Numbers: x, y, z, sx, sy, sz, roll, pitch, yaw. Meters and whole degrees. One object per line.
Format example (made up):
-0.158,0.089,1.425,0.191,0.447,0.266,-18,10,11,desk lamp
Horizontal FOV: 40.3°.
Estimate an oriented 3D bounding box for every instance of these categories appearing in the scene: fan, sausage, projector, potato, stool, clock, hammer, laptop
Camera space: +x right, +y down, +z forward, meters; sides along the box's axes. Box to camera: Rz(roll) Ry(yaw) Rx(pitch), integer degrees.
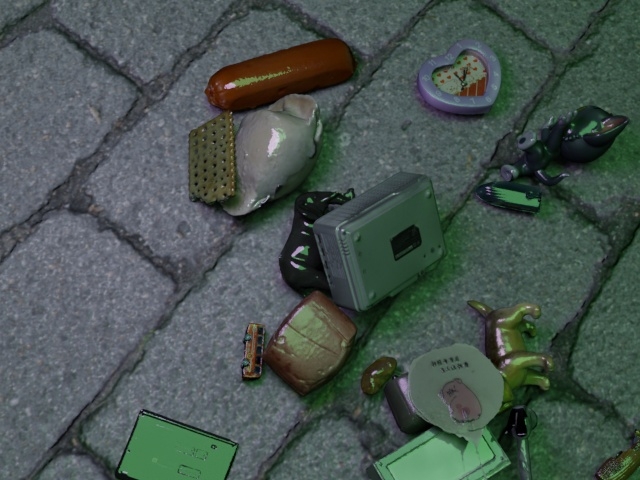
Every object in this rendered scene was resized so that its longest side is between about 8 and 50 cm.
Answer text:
0.264,0.328,1.568,0.182,0.010,0.310,-14,60,-4,fan
-0.079,-0.361,1.887,0.349,0.094,0.097,-19,75,-14,sausage
0.125,0.003,1.685,0.257,0.099,0.191,-31,118,-33,projector
0.109,0.258,1.683,0.046,0.045,0.092,43,74,-5,potato
0.175,0.303,1.646,0.096,0.096,0.110,-21,68,-14,stool
0.318,-0.347,1.941,0.198,0.064,0.172,-35,76,-18,clock
0.385,0.514,1.586,0.044,0.152,0.426,-8,78,20,hammer
-0.263,0.402,1.598,0.197,0.016,0.135,19,68,2,laptop

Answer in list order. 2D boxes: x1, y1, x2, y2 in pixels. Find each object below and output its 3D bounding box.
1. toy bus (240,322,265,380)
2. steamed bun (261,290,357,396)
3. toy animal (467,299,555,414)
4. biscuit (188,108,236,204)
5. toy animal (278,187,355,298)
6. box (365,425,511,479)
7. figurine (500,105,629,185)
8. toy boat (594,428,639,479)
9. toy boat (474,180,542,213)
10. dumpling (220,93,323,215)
-0.129,0.215,1.681,0.043,0.031,0.110,8,67,-10,toy bus
-0.017,0.198,1.663,0.145,0.106,0.175,42,79,-3,steamed bun
0.363,0.229,1.689,0.169,0.121,0.233,4,64,7,toy animal
-0.224,-0.159,1.778,0.016,0.144,0.203,22,57,-45,biscuit
0.001,-0.003,1.739,0.146,0.114,0.245,18,64,-2,toy animal
0.217,0.416,1.609,0.225,0.086,0.129,-28,74,-17,box
0.516,-0.203,1.853,0.265,0.193,0.140,-41,79,-7,figurine
0.585,0.416,1.669,0.149,0.047,0.049,-40,77,-18,toy boat
0.397,-0.095,1.853,0.141,0.060,0.055,11,67,6,toy boat
-0.124,-0.190,1.790,0.243,0.175,0.227,-34,45,-32,dumpling
